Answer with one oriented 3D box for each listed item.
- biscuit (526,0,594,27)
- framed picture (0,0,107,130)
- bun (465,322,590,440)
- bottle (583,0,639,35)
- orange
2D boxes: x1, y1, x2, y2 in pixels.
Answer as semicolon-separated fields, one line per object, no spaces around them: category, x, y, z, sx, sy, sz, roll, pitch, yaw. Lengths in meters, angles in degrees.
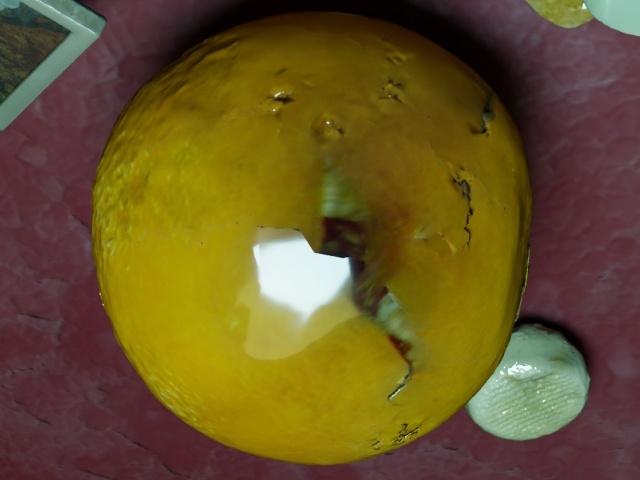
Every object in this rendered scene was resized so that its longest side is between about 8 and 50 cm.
biscuit;0.181;-0.198;0.946;0.239;0.041;0.212;4;129;9
framed picture;-0.254;-0.150;1.058;0.250;0.016;0.184;30;156;-18
bun;0.129;0.085;1.226;0.086;0.055;0.086;-4;137;-3
bottle;0.162;-0.195;0.880;0.072;0.072;0.201;7;130;6
orange;0.000;0.000;1.036;0.246;0.246;0.246;6;135;6
